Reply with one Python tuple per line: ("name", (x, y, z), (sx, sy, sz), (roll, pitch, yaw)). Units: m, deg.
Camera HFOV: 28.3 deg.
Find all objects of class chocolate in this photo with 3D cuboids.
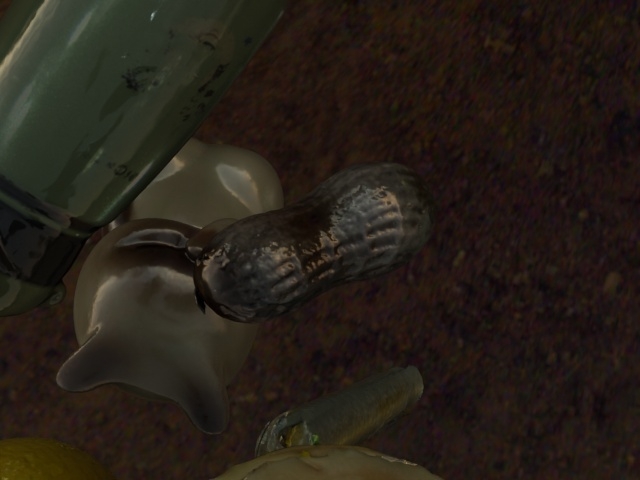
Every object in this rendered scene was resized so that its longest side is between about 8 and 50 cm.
("chocolate", (0.000, 0.000, 1.149), (0.110, 0.248, 0.110), (44, 149, 36))

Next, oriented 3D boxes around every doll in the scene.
("doll", (-0.161, 0.021, 1.446), (0.215, 0.370, 0.226), (22, 120, -14))

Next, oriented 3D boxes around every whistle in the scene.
("whistle", (0.022, 0.174, 1.247), (0.057, 0.326, 0.068), (12, 98, 23))

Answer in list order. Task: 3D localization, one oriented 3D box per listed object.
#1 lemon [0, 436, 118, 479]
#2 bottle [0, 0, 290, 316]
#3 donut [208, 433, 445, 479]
("lemon", (-0.340, 0.351, 1.483), (0.253, 0.310, 0.253), (-5, 77, 23))
("bottle", (-0.183, -0.097, 0.937), (0.168, 0.168, 0.347), (37, 96, -3))
("donut", (0.014, 0.167, 0.584), (0.175, 0.174, 0.068), (22, 124, 7))
